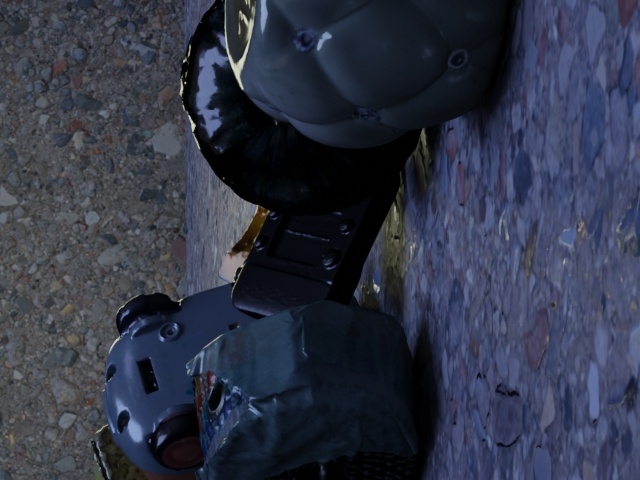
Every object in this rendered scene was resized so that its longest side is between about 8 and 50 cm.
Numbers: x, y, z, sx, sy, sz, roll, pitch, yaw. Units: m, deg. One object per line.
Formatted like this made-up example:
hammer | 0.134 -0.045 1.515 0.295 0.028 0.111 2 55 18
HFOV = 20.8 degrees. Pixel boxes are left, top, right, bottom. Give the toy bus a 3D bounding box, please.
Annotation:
toy bus | -0.077 0.165 1.836 0.232 0.287 0.194 73 176 -48

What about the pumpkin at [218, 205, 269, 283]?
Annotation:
pumpkin | -0.011 -0.061 2.020 0.130 0.149 0.254 -4 -70 -59

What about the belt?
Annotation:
belt | -0.015 0.173 1.595 0.257 0.207 0.150 90 172 -49

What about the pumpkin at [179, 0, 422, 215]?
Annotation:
pumpkin | -0.012 -0.137 1.585 0.163 0.233 0.233 -39 -47 -78

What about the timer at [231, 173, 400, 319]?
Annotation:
timer | 0.000 0.000 1.722 0.144 0.055 0.187 13 74 51

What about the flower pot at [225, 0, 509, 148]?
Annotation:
flower pot | 0.031 -0.193 1.377 0.246 0.195 0.246 -177 90 -77

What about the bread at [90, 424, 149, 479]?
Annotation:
bread | -0.162 0.371 2.153 0.279 0.248 0.315 68 151 22
